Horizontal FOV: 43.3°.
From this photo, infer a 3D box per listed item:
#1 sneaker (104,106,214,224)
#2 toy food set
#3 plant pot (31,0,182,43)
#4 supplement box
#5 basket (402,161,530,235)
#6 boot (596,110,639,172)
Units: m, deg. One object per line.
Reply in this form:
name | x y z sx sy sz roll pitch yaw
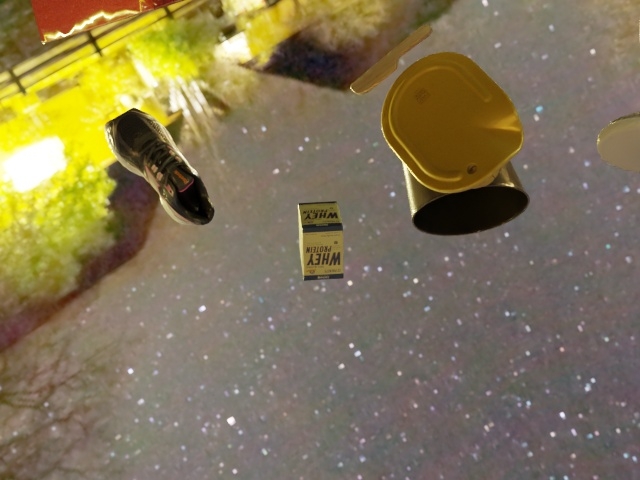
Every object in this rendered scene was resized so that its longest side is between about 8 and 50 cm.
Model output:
sneaker | -0.184 -0.088 0.986 0.072 0.178 0.077 -48 -148 -13
toy food set | 0.141 -0.133 0.890 0.128 0.071 0.217 -43 -126 16
plant pot | -0.125 -0.334 0.695 0.267 0.235 0.267 -30 -157 -31
supplement box | 0.000 0.000 1.116 0.056 0.083 0.083 -4 -153 -4
basket | 0.197 -0.141 1.233 0.205 0.226 0.154 4 151 -39
boot | 0.484 -0.164 1.046 0.259 0.095 0.123 -2 -128 5
